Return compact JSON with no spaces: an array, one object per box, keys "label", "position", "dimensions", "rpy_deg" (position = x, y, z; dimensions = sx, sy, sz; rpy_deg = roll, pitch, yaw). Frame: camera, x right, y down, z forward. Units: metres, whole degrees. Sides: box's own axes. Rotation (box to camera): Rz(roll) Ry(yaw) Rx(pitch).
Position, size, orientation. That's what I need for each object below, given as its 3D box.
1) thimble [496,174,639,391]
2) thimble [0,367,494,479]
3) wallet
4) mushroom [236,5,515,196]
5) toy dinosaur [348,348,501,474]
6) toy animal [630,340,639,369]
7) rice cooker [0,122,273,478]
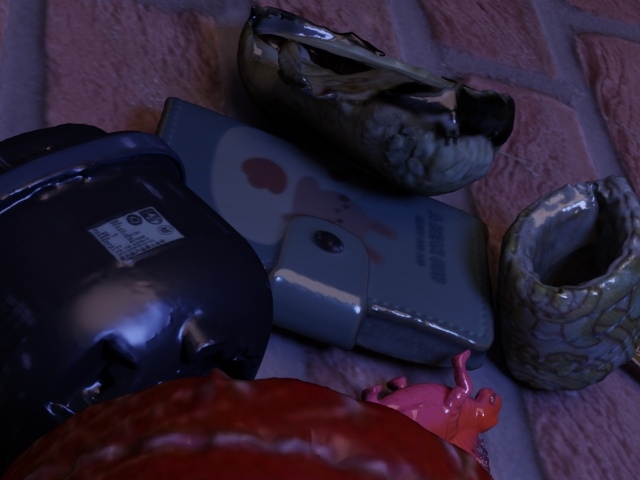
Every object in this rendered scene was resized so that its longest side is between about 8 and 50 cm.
[{"label":"thimble","position":[0.247,0.039,1.204],"dimensions":[0.137,0.143,0.190],"rpy_deg":[16,50,27]},{"label":"thimble","position":[-0.059,0.254,0.691],"dimensions":[0.350,0.350,0.231],"rpy_deg":[21,41,-10]},{"label":"wallet","position":[0.000,0.000,1.190],"dimensions":[0.360,0.083,0.252],"rpy_deg":[20,36,-11]},{"label":"mushroom","position":[0.040,-0.133,1.255],"dimensions":[0.247,0.130,0.344],"rpy_deg":[0,21,-45]},{"label":"toy dinosaur","position":[0.061,0.189,1.058],"dimensions":[0.286,0.070,0.139],"rpy_deg":[-14,78,-37]},{"label":"toy animal","position":[0.358,0.163,1.247],"dimensions":[0.149,0.054,0.275],"rpy_deg":[-6,53,-30]},{"label":"rice cooker","position":[-0.171,0.060,0.894],"dimensions":[0.267,0.267,0.224],"rpy_deg":[-22,57,-43]}]
